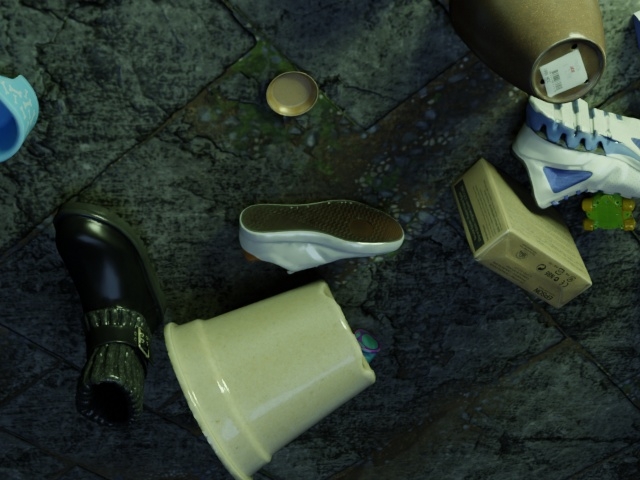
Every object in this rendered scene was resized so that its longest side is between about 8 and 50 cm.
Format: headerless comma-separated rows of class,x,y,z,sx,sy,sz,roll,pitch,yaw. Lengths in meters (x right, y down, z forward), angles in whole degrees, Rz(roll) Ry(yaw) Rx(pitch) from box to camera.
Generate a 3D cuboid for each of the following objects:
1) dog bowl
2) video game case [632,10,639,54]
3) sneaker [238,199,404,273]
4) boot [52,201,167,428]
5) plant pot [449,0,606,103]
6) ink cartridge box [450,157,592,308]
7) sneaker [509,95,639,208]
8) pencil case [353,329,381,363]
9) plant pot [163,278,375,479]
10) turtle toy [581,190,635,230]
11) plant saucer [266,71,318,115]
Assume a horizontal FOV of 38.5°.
dog bowl,-0.544,-0.228,1.340,0.166,0.074,0.297,-25,131,12
video game case,0.663,-0.303,1.516,0.244,0.061,0.269,-21,132,10
sneaker,0.000,0.000,1.641,0.290,0.105,0.123,4,138,-2
boot,-0.369,0.130,1.551,0.131,0.260,0.348,-6,136,18
plant pot,0.320,-0.304,1.333,0.216,0.230,0.215,-6,133,-6
ink cartridge box,0.354,-0.011,1.626,0.235,0.193,0.088,29,123,-30
sneaker,0.460,-0.128,1.582,0.316,0.127,0.182,24,134,-6
pencil case,0.060,0.252,1.892,0.070,0.064,0.151,-1,136,-44
plant pot,-0.078,0.233,1.708,0.306,0.333,0.333,-28,131,-1
turtle toy,0.531,-0.073,1.690,0.095,0.066,0.130,1,133,20
plant saucer,-0.046,-0.237,1.466,0.084,0.015,0.083,-5,132,-6
